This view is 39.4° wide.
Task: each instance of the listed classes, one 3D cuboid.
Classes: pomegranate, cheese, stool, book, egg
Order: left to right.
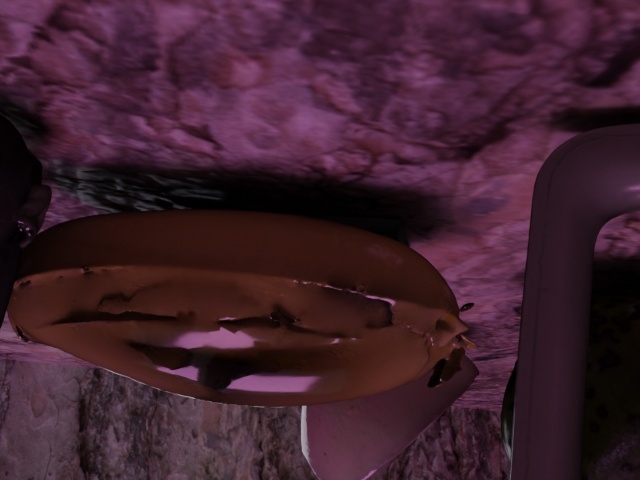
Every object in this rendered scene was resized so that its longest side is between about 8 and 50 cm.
[{"bbox_3d":[-0.252,-0.007,0.543,0.139,0.153,0.228,15,121,-26],"label":"stool"},{"bbox_3d":[-0.045,0.051,0.648,0.316,0.128,0.259,5,174,23],"label":"cheese"},{"bbox_3d":[0.000,0.000,0.697,0.135,0.017,0.103,2,164,13],"label":"book"},{"bbox_3d":[0.078,0.182,1.143,0.271,0.162,0.206,-29,163,-51],"label":"egg"},{"bbox_3d":[0.270,0.144,0.764,0.254,0.254,0.270,15,-158,-36],"label":"pomegranate"}]

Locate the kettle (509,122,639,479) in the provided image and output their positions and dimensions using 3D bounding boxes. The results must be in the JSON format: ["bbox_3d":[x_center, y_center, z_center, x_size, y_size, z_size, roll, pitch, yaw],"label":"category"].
[{"bbox_3d":[0.236,0.101,0.373,0.205,0.318,0.265,17,164,-41],"label":"kettle"}]
